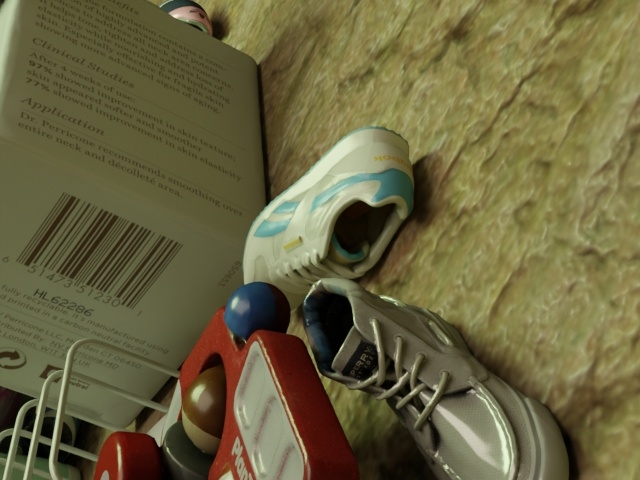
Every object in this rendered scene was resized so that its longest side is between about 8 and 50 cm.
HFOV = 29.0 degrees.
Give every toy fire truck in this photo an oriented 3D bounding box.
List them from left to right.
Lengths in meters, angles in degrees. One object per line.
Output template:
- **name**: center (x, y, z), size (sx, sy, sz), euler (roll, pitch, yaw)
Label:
- **toy fire truck**: center (-0.058, 0.174, 0.926), size (0.302, 0.169, 0.254), euler (-115, 41, -58)

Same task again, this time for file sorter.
- **file sorter**: center (-0.245, 0.259, 1.278), size (0.278, 0.173, 0.193), euler (-46, 31, 38)

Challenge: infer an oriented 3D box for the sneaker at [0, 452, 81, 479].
- **sneaker**: center (-0.404, 0.382, 1.510), size (0.094, 0.151, 0.256), euler (-13, 58, 58)

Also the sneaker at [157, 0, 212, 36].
- **sneaker**: center (-0.254, -0.200, 1.774), size (0.319, 0.112, 0.131), euler (-65, 22, 5)

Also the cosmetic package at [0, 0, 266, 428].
- **cosmetic package**: center (-0.283, -0.063, 1.449), size (0.327, 0.329, 0.394), euler (-49, 29, 31)

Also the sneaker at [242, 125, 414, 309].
- **sneaker**: center (0.000, 0.000, 1.121), size (0.229, 0.087, 0.092), euler (-50, 31, 36)

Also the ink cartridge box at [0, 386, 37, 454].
- **ink cartridge box**: center (-0.454, 0.243, 1.597), size (0.330, 0.071, 0.324), euler (-65, -5, -50)

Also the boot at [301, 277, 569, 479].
- **boot**: center (0.062, 0.107, 0.854), size (0.095, 0.123, 0.258), euler (-62, 25, 9)

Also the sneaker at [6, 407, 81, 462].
- **sneaker**: center (-0.368, 0.282, 1.640), size (0.211, 0.080, 0.081), euler (-46, 10, 35)
